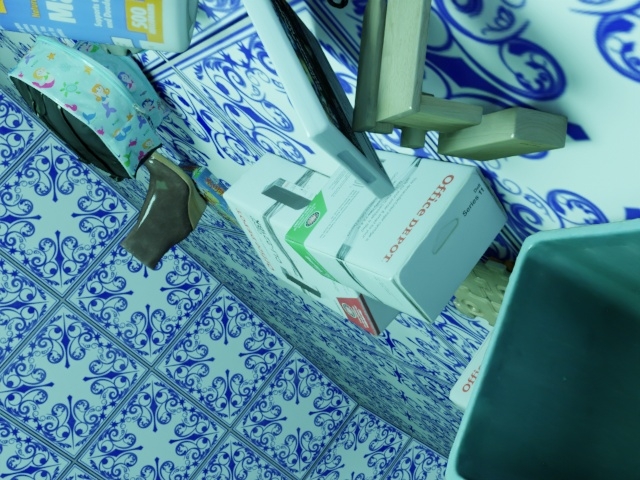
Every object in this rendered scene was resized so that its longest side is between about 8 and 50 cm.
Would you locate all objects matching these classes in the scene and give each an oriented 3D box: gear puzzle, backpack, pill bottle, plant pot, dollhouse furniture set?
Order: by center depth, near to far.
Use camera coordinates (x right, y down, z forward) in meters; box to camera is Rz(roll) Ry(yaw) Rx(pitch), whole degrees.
[{"bbox_3d":[0.111,-0.140,0.562,0.151,0.123,0.144,6,178,-21],"label":"dollhouse furniture set"},{"bbox_3d":[0.296,0.147,0.573,0.252,0.247,0.248,25,170,-12],"label":"plant pot"},{"bbox_3d":[-0.244,-0.255,0.610,0.271,0.153,0.152,5,169,-7],"label":"pill bottle"},{"bbox_3d":[0.278,0.080,0.829,0.338,0.044,0.175,22,157,45],"label":"gear puzzle"},{"bbox_3d":[-0.406,-0.247,1.246,0.225,0.191,0.253,29,171,27],"label":"backpack"}]

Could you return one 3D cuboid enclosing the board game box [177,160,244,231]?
[{"bbox_3d":[-0.239,-0.098,1.637,0.136,0.035,0.201,21,157,53],"label":"board game box"}]

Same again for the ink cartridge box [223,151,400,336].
[{"bbox_3d":[0.000,0.000,1.095,0.272,0.114,0.197,28,155,42],"label":"ink cartridge box"}]

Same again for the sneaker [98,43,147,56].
[{"bbox_3d":[-0.304,-0.338,0.897,0.340,0.125,0.140,23,141,38],"label":"sneaker"}]

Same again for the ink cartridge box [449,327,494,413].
[{"bbox_3d":[0.298,0.207,0.947,0.086,0.148,0.203,45,167,-32],"label":"ink cartridge box"}]

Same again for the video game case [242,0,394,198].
[{"bbox_3d":[-0.007,-0.139,0.610,0.191,0.022,0.173,66,-166,21],"label":"video game case"}]

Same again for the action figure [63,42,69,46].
[{"bbox_3d":[-0.520,-0.382,1.467,0.038,0.030,0.115,48,170,-14],"label":"action figure"}]

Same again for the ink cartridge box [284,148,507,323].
[{"bbox_3d":[0.079,-0.014,0.792,0.087,0.153,0.208,47,166,-33],"label":"ink cartridge box"}]

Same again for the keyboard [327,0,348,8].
[{"bbox_3d":[-0.005,-0.235,0.572,0.108,0.023,0.180,45,167,-23],"label":"keyboard"}]

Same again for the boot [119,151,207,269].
[{"bbox_3d":[-0.367,-0.063,1.566,0.090,0.207,0.248,30,163,34],"label":"boot"}]
